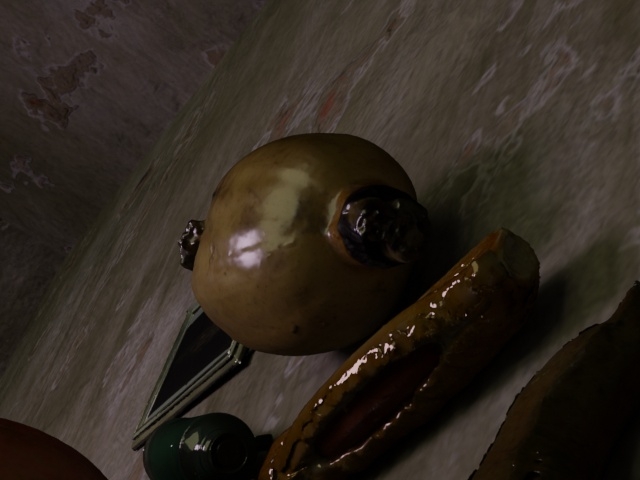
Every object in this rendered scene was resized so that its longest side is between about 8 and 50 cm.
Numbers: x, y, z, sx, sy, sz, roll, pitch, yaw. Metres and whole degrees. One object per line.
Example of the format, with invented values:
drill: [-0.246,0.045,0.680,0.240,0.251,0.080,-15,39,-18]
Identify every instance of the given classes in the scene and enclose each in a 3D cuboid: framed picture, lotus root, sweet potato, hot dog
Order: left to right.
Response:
framed picture: [-0.131,0.109,1.414,0.293,0.018,0.231,-42,21,47]
lotus root: [0.000,0.000,0.955,0.182,0.183,0.310,-63,18,-21]
hot dog: [0.049,0.098,0.798,0.289,0.068,0.083,-50,-7,38]
sweet potato: [0.109,0.108,0.553,0.081,0.062,0.233,-41,6,46]

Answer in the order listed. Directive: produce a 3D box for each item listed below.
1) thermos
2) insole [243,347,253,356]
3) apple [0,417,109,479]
thermos: [-0.099,0.191,1.041,0.073,0.083,0.188,-69,13,-17]
insole: [-0.036,0.044,1.285,0.193,0.006,0.065,-60,15,-14]
apple: [-0.321,0.314,0.945,0.364,0.364,0.364,-51,16,21]
